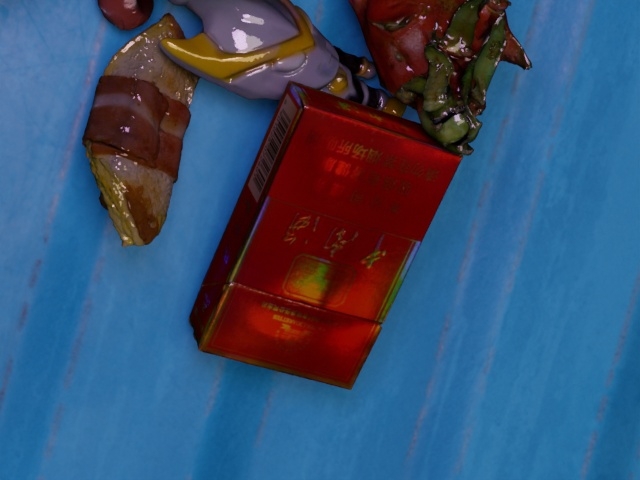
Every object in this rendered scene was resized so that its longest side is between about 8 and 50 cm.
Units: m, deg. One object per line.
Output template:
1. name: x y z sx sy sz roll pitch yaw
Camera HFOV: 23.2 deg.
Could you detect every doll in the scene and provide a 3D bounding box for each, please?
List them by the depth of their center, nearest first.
1. doll: -0.042 -0.199 1.745 0.316 0.103 0.145 33 80 -25

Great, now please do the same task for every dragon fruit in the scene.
1. dragon fruit: 0.138 -0.233 1.719 0.198 0.269 0.200 0 122 -12

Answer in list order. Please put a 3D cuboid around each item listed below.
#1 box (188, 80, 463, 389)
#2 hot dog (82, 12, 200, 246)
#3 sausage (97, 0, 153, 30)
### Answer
1. box: 0.001 0.000 1.745 0.197 0.089 0.313 16 112 -23
2. hot dog: -0.205 -0.118 1.703 0.123 0.093 0.261 42 53 -52
3. sausage: -0.217 -0.277 1.704 0.054 0.059 0.094 -5 103 28
